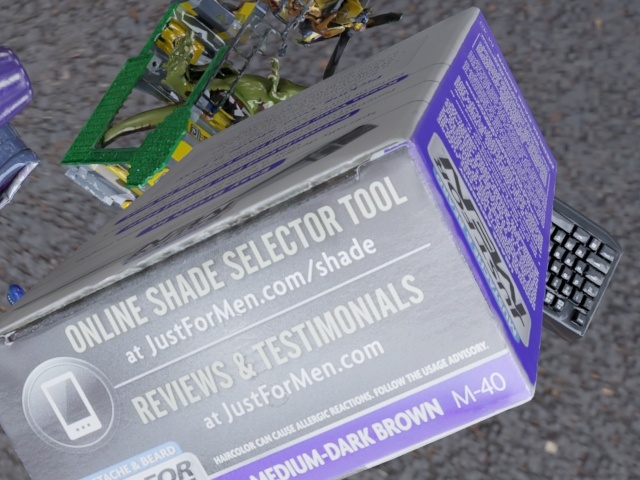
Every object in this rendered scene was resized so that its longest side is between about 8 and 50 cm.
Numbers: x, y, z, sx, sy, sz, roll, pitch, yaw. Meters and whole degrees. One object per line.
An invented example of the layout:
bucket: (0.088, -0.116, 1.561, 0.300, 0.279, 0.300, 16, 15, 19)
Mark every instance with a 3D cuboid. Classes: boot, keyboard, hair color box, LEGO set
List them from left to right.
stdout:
boot: (-0.347, -0.040, 1.366, 0.190, 0.069, 0.086, -45, 78, 13)
LEGO set: (-0.012, -0.097, 1.039, 0.192, 0.255, 0.331, 37, 66, -24)
hair color box: (0.000, 0.000, 0.666, 0.185, 0.339, 0.110, -25, 99, 17)
keyboard: (0.109, 0.002, 0.969, 0.180, 0.023, 0.108, 32, 82, -16)

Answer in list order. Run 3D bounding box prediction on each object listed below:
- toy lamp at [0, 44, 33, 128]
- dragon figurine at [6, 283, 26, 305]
toy lamp: (-0.345, -0.068, 1.109, 0.274, 0.080, 0.080, -29, 104, -18)
dragon figurine: (-0.246, 0.173, 1.480, 0.085, 0.144, 0.289, -43, 106, -24)
